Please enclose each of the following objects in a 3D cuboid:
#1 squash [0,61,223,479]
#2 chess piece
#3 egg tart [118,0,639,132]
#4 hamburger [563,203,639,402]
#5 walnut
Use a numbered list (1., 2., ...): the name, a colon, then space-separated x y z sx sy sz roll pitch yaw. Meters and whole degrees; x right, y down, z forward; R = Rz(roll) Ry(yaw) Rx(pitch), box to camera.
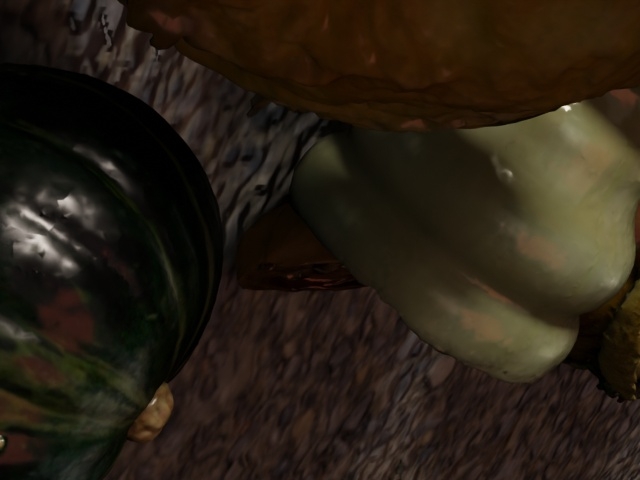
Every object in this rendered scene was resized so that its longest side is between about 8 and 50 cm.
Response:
1. squash: -0.138 0.029 0.602 0.172 0.218 0.218 35 97 -13
2. chess piece: 0.150 -0.101 0.720 0.182 0.182 0.330 11 124 -50
3. egg tart: 0.032 -0.140 0.523 0.351 0.153 0.339 24 139 -12
4. hamburger: 0.261 -0.014 1.031 0.285 0.134 0.265 -5 124 -52
5. walnut: 0.000 0.000 0.829 0.091 0.052 0.121 -14 165 34
